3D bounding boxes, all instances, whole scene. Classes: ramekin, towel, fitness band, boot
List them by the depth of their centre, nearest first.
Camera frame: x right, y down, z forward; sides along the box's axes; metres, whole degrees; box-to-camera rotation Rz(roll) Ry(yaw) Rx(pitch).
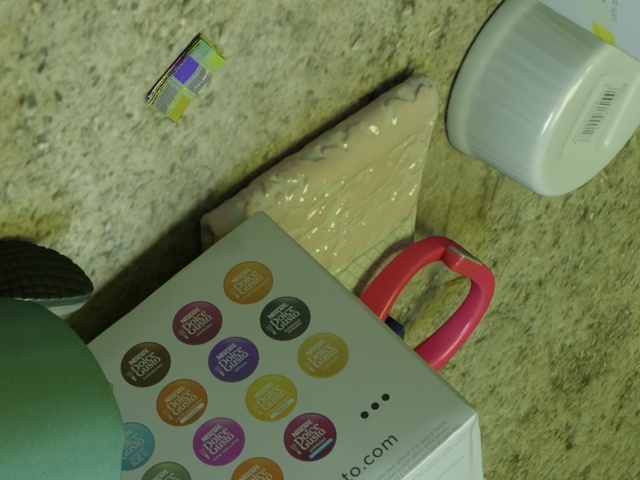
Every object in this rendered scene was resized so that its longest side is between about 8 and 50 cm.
[{"bbox_3d":[-0.333,0.091,1.602,0.246,0.083,0.161,-10,137,-42],"label":"boot"},{"bbox_3d":[-0.127,-0.151,1.681,0.083,0.009,0.060,-50,152,-2],"label":"towel"},{"bbox_3d":[0.000,0.000,2.015,0.332,0.053,0.317,-36,149,-29],"label":"towel"},{"bbox_3d":[0.293,-0.187,2.144,0.277,0.135,0.277,-36,149,-27],"label":"ramekin"},{"bbox_3d":[0.121,0.096,2.233,0.209,0.054,0.291,-51,155,5],"label":"fitness band"}]

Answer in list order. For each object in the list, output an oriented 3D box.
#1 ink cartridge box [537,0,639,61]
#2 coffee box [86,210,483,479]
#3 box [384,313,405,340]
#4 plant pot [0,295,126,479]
[{"bbox_3d":[0.349,-0.324,1.795,0.160,0.384,0.279,-45,152,-19],"label":"ink cartridge box"},{"bbox_3d":[-0.062,0.248,1.824,0.337,0.334,0.338,-38,151,-15],"label":"coffee box"},{"bbox_3d":[0.049,0.188,2.337,0.136,0.036,0.225,-35,147,-29],"label":"box"},{"bbox_3d":[-0.346,0.189,1.346,0.334,0.341,0.341,-12,133,-51],"label":"plant pot"}]
